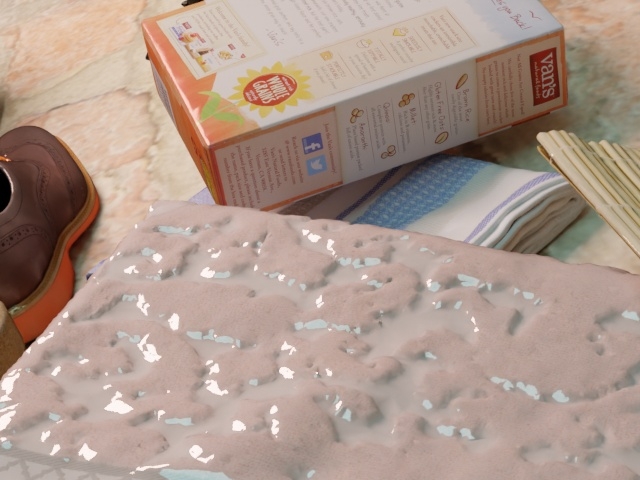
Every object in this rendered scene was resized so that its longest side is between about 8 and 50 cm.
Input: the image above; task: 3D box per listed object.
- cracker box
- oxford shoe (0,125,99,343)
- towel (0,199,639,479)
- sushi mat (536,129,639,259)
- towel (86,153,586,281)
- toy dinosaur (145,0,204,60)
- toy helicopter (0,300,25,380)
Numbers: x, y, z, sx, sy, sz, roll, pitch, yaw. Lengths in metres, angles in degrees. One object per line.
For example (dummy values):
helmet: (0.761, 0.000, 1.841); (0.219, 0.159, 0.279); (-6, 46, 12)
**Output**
cracker box: (0.020, -0.112, 1.010); (0.232, 0.067, 0.156); (-19, 41, -9)
oxford shoe: (-0.220, -0.032, 1.125); (0.096, 0.098, 0.271); (-23, 28, 4)
towel: (0.012, 0.089, 0.663); (0.331, 0.053, 0.317); (10, 35, 20)
sushi mat: (0.212, 0.022, 0.691); (0.151, 0.019, 0.316); (5, 24, -16)
towel: (0.000, 0.000, 0.966); (0.209, 0.034, 0.285); (-37, 30, -24)
toy dinosaur: (-0.034, -0.218, 1.155); (0.321, 0.219, 0.164); (12, 2, -18)
toy helicopter: (-0.342, 0.089, 0.983); (0.355, 0.140, 0.235); (-5, 35, 28)
